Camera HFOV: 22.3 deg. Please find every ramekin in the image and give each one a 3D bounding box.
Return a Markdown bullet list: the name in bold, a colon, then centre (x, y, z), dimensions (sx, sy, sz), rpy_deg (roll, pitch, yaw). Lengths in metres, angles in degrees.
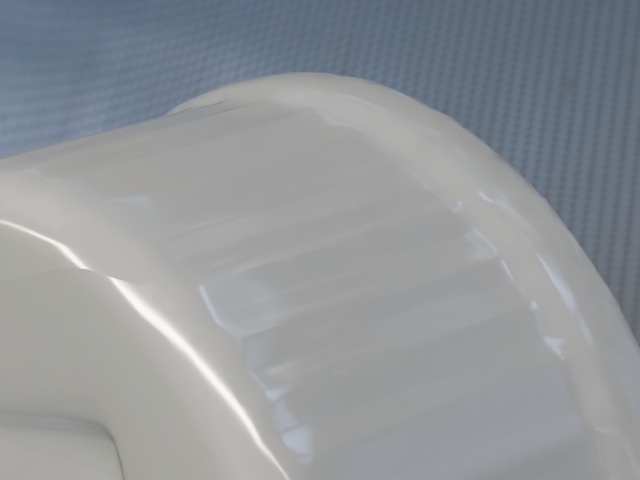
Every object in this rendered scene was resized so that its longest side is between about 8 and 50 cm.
- **ramekin**: centre (-0.041, 0.093, 0.490), dimensions (0.277, 0.135, 0.277), rpy_deg (12, 106, 44)
